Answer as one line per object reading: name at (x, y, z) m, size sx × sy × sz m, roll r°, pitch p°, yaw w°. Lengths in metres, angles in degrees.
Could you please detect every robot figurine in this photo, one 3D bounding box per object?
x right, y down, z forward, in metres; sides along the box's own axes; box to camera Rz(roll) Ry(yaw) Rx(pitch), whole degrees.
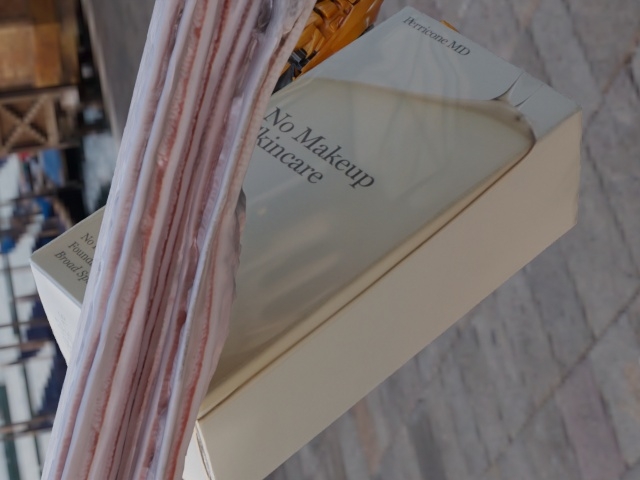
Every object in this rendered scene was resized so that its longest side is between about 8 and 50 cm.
robot figurine at (-0.008, -0.139, 1.336) m, size 0.211 × 0.291 × 0.085 m, roll 43°, pitch 168°, yaw 5°

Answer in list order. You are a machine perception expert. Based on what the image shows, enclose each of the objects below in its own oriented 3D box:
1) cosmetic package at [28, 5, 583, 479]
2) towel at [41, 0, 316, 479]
cosmetic package at (0.000, 0.000, 0.827) m, size 0.160 × 0.309 × 0.113 m, roll 35°, pitch 151°, yaw 33°
towel at (-0.064, 0.016, 0.526) m, size 0.332 × 0.053 × 0.317 m, roll -119°, pitch 43°, yaw -77°
